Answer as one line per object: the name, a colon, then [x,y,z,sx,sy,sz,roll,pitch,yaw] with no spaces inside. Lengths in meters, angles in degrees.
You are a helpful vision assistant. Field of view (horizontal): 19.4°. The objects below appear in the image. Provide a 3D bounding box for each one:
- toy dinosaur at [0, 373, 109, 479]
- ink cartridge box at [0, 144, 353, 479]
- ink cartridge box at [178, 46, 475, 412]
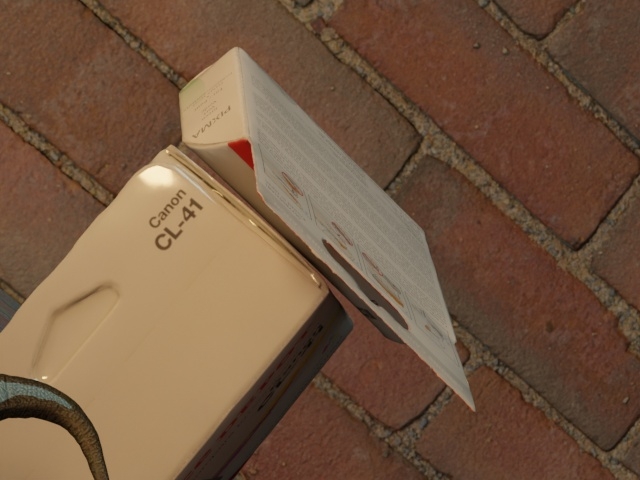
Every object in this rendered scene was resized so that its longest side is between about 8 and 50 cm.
toy dinosaur: [-0.236,0.034,0.797,0.313,0.121,0.160,44,8,0]
ink cartridge box: [-0.099,0.087,1.139,0.131,0.226,0.306,39,-2,6]
ink cartridge box: [0.000,0.000,1.064,0.181,0.056,0.224,44,16,-22]
